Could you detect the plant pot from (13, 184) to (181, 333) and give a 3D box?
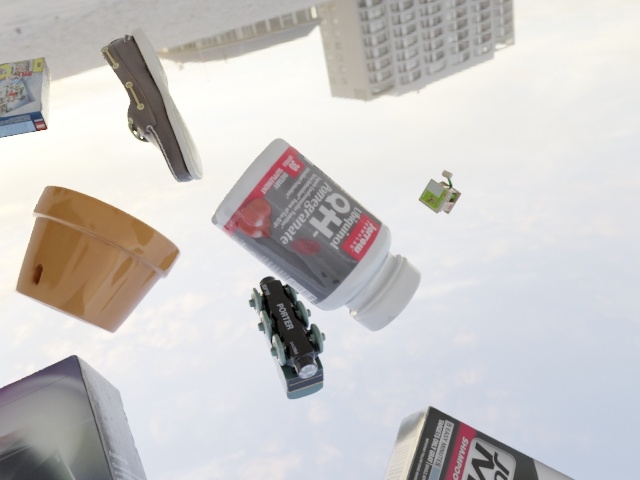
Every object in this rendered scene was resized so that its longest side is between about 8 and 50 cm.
[{"bbox_3d":[-0.451,0.052,1.088,0.291,0.291,0.203,9,-113,35],"label":"plant pot"}]

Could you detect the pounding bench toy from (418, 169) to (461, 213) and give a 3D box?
[{"bbox_3d":[0.252,-0.101,1.124,0.052,0.083,0.065,41,-155,29],"label":"pounding bench toy"}]

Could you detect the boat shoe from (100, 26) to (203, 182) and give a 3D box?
[{"bbox_3d":[-0.314,-0.241,1.031,0.097,0.324,0.116,-24,170,-3],"label":"boat shoe"}]

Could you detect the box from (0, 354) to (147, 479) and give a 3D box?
[{"bbox_3d":[-0.367,0.347,0.661,0.296,0.182,0.294,-25,-120,-13],"label":"box"}]

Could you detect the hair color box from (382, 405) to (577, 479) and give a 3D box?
[{"bbox_3d":[0.269,0.404,0.762,0.374,0.113,0.185,27,-121,-1],"label":"hair color box"}]

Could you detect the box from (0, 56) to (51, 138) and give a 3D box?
[{"bbox_3d":[-0.622,-0.280,1.089,0.159,0.044,0.233,-14,-135,-11],"label":"box"}]

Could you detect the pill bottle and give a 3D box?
[{"bbox_3d":[0.000,0.000,0.885,0.176,0.318,0.176,-50,-173,9],"label":"pill bottle"}]

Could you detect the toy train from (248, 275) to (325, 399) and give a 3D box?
[{"bbox_3d":[-0.088,0.242,1.420,0.142,0.190,0.334,-15,-139,-17],"label":"toy train"}]
